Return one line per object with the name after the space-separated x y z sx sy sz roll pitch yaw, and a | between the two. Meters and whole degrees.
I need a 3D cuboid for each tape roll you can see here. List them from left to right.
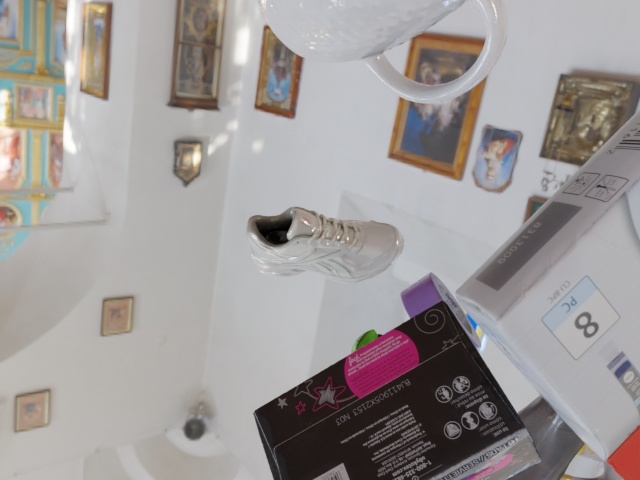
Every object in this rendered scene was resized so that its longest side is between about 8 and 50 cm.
0.256 0.166 1.257 0.189 0.080 0.189 50 -166 -17 | tape roll

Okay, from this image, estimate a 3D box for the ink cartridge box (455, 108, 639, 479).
0.355 0.078 0.533 0.385 0.308 0.091 46 178 -15 | ink cartridge box

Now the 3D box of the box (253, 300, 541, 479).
0.082 0.214 0.640 0.142 0.247 0.163 51 -170 -50 | box

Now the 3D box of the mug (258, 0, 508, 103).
0.097 -0.358 0.789 0.328 0.374 0.276 -28 -168 47 | mug

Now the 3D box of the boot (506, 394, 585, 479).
0.380 0.253 0.919 0.118 0.338 0.223 37 166 31 | boot

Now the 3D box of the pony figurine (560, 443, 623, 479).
0.642 0.523 1.259 0.363 0.351 0.303 4 -171 -19 | pony figurine

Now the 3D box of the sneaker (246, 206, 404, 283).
0.000 0.000 0.831 0.232 0.115 0.091 -4 -120 11 | sneaker

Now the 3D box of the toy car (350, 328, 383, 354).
0.101 0.217 0.859 0.053 0.225 0.239 -5 -144 47 | toy car
